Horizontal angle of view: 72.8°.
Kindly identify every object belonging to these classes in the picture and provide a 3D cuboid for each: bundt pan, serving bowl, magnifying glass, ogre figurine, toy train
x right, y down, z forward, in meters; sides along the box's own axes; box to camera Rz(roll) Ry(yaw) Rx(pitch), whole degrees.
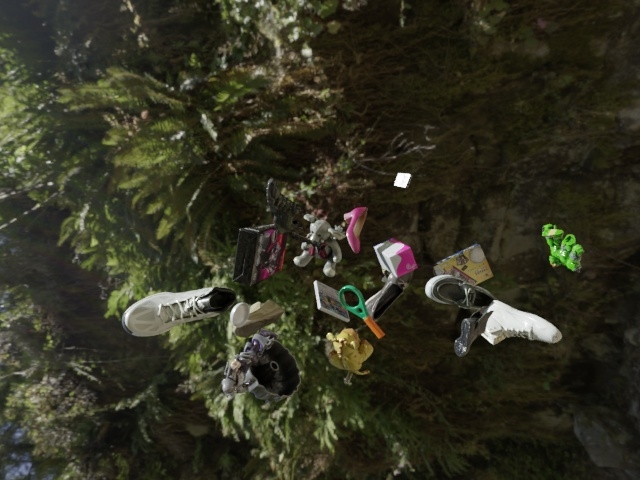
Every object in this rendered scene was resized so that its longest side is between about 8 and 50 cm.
[{"bbox_3d":[-0.261,0.645,2.126,0.331,0.124,0.330,36,-154,-21],"label":"bundt pan"},{"bbox_3d":[-0.272,0.245,1.440,0.083,0.027,0.083,-30,-54,-52],"label":"serving bowl"},{"bbox_3d":[0.156,0.266,1.614,0.231,0.092,0.026,52,-145,6],"label":"magnifying glass"},{"bbox_3d":[0.810,0.030,1.440,0.118,0.097,0.197,65,167,-23],"label":"ogre figurine"},{"bbox_3d":[-0.067,-0.003,2.025,0.036,0.158,0.027,-57,-13,-58],"label":"toy train"}]

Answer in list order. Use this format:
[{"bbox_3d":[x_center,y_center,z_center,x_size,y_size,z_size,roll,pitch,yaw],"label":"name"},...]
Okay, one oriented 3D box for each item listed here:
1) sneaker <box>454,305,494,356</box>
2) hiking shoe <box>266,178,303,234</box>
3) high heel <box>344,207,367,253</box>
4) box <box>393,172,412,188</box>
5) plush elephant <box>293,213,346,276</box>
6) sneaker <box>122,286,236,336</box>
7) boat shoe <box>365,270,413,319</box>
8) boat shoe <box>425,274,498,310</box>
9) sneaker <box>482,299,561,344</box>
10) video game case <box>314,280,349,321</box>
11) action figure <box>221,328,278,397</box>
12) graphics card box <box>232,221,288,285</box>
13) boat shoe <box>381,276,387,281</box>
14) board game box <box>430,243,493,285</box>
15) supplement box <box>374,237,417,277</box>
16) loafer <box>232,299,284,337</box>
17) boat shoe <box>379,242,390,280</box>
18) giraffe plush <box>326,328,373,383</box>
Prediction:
[{"bbox_3d":[0.485,0.290,1.371,0.051,0.089,0.170,43,134,52],"label":"sneaker"},{"bbox_3d":[-0.134,-0.135,1.632,0.086,0.114,0.226,-99,-3,-59],"label":"hiking shoe"},{"bbox_3d":[0.188,-0.053,2.080,0.082,0.117,0.244,52,-155,-45],"label":"high heel"},{"bbox_3d":[0.386,-0.280,2.027,0.018,0.083,0.067,19,-87,-36],"label":"box"},{"bbox_3d":[0.000,0.000,2.397,0.330,0.272,0.255,-56,-34,-15],"label":"plush elephant"},{"bbox_3d":[-0.555,0.260,1.763,0.448,0.258,0.169,-12,-100,-36],"label":"sneaker"},{"bbox_3d":[0.353,0.258,2.140,0.112,0.335,0.095,37,-171,-28],"label":"boat shoe"},{"bbox_3d":[0.595,0.217,1.785,0.119,0.336,0.121,-159,80,-67],"label":"boat shoe"},{"bbox_3d":[0.724,0.346,1.629,0.169,0.293,0.108,-37,-59,-21],"label":"sneaker"},{"bbox_3d":[0.057,0.313,2.231,0.201,0.023,0.183,30,-150,-31],"label":"video game case"},{"bbox_3d":[-0.254,0.424,1.492,0.185,0.099,0.285,-65,-5,34],"label":"action figure"},{"bbox_3d":[-0.257,0.047,1.933,0.371,0.094,0.232,-19,-59,-72],"label":"graphics card box"},{"bbox_3d":[0.388,0.212,2.437,0.035,0.100,0.035,14,-116,-63],"label":"boat shoe"},{"bbox_3d":[0.645,0.140,1.983,0.042,0.244,0.165,-155,41,-84],"label":"board game box"},{"bbox_3d":[0.351,0.077,2.050,0.220,0.111,0.113,-135,21,-75],"label":"supplement box"},{"bbox_3d":[-0.256,0.301,1.704,0.101,0.092,0.269,-56,-22,23],"label":"loafer"},{"bbox_3d":[0.371,0.148,2.238,0.304,0.109,0.091,60,-138,-27],"label":"boat shoe"},{"bbox_3d":[0.103,0.419,1.693,0.210,0.182,0.170,-81,-22,-55],"label":"giraffe plush"}]
